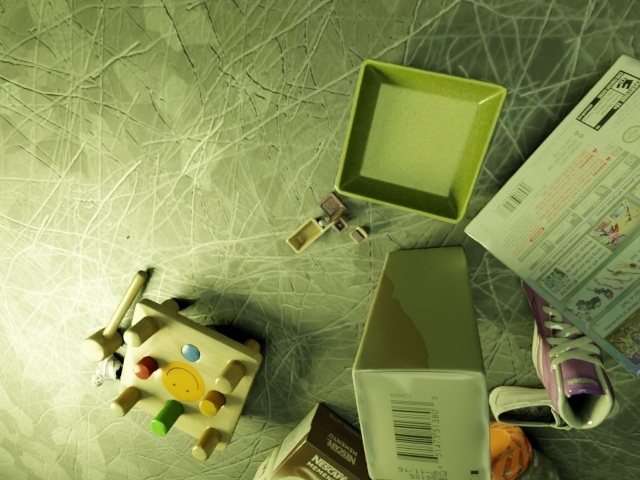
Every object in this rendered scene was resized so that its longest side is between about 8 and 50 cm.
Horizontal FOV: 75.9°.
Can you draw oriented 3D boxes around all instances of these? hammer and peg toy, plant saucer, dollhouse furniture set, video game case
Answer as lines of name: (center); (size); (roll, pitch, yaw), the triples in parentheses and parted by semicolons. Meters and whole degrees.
hammer and peg toy: (-0.307, 0.236, 0.790); (0.362, 0.127, 0.265); (25, 114, 6)
plant saucer: (0.132, -0.138, 0.576); (0.189, 0.045, 0.188); (16, 112, 10)
dollhouse furniture set: (0.000, 0.000, 0.643); (0.114, 0.081, 0.091); (-40, 95, 24)
video game case: (0.352, -0.032, 0.465); (0.269, 0.061, 0.244); (-53, 55, 19)

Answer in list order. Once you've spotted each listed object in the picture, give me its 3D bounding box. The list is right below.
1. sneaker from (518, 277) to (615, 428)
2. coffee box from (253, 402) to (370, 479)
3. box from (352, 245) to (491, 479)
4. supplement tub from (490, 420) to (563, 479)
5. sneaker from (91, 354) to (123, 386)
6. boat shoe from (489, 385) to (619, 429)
sneaker: (0.338, 0.116, 0.548); (0.102, 0.161, 0.281); (-12, 104, 21)
coffee box: (-0.024, 0.459, 0.807); (0.141, 0.098, 0.246); (35, 115, 1)
box: (0.136, 0.129, 0.525); (0.121, 0.311, 0.147); (-4, 107, 17)
supplement tub: (0.317, 0.469, 0.639); (0.194, 0.194, 0.315); (-28, 82, 23)
sneaker: (-0.462, 0.301, 0.907); (0.069, 0.038, 0.098); (31, 115, 4)
boat shoe: (0.367, 0.266, 0.645); (0.185, 0.063, 0.066); (1, 109, 16)
